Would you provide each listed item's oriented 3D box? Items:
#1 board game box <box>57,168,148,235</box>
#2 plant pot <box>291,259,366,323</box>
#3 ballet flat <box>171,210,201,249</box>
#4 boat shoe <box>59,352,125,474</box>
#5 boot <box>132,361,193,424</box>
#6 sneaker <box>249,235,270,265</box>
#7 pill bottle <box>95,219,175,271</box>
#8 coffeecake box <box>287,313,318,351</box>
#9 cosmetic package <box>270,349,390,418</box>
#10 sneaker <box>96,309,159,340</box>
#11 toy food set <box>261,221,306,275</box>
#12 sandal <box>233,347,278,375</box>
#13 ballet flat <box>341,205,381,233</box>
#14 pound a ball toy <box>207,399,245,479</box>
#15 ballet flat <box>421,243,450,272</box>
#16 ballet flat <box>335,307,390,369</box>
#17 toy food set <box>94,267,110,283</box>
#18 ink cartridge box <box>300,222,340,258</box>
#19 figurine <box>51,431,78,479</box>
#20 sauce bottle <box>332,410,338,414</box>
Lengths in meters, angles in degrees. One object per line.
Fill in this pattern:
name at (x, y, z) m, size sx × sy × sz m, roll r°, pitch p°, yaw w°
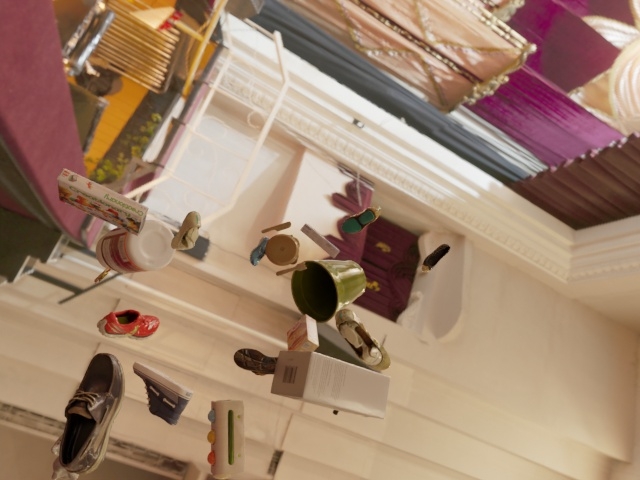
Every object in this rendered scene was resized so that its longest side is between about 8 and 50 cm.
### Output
board game box at (-0.784, -0.131, 1.767) m, size 0.193 × 0.305 × 0.053 m, roll -40°, pitch -152°, yaw 59°
plant pot at (0.079, 0.263, 2.902) m, size 0.367 × 0.353 × 0.366 m, roll 11°, pitch -73°, yaw 41°
ballet flat at (-0.512, -0.014, 1.883) m, size 0.248 × 0.086 × 0.086 m, roll -51°, pitch -159°, yaw 46°
boat shoe at (-0.690, 0.512, 1.480) m, size 0.130 × 0.133 × 0.355 m, roll 81°, pitch 8°, yaw -65°
boot at (-0.394, 0.359, 1.160) m, size 0.190 × 0.069 × 0.086 m, roll 17°, pitch -108°, yaw 31°
sneaker at (-0.293, 0.057, 2.442) m, size 0.073 × 0.063 × 0.162 m, roll 24°, pitch -100°, yaw 37°
pill bottle at (-0.853, 0.037, 2.230) m, size 0.392 × 0.224 × 0.224 m, roll -7°, pitch -125°, yaw 44°
coffeecake box at (-0.084, 0.455, 2.258) m, size 0.142 × 0.068 × 0.185 m, roll -47°, pitch -157°, yaw 18°
cosmetic package at (0.040, 0.494, 1.669) m, size 0.197 × 0.366 × 0.155 m, roll -14°, pitch -122°, yaw 49°
sneaker at (-0.740, 0.327, 1.949) m, size 0.118 × 0.279 × 0.107 m, roll -42°, pitch -113°, yaw 19°
toy food set at (-0.136, 0.036, 1.793) m, size 0.038 × 0.133 × 0.192 m, roll 105°, pitch -33°, yaw -70°
sandal at (-0.203, 0.444, 1.741) m, size 0.090 × 0.220 × 0.060 m, roll -82°, pitch -177°, yaw -54°
ballet flat at (0.185, -0.090, 2.152) m, size 0.073 × 0.080 × 0.232 m, roll -37°, pitch -173°, yaw -38°
pound a ball toy at (-0.405, 0.817, 1.993) m, size 0.208 × 0.136 × 0.319 m, roll -28°, pitch -120°, yaw 58°
ballet flat at (0.526, 0.078, 2.245) m, size 0.173 × 0.057 × 0.049 m, roll -47°, pitch -178°, yaw -6°
ballet flat at (0.178, 0.443, 2.083) m, size 0.123 × 0.348 × 0.123 m, roll -35°, pitch -169°, yaw 8°
toy food set at (-0.874, 0.141, 1.961) m, size 0.083 × 0.020 × 0.082 m, roll -33°, pitch -162°, yaw 33°
ink cartridge box at (0.000, 0.000, 2.305) m, size 0.046 × 0.207 × 0.097 m, roll -50°, pitch 179°, yaw 4°
figurine at (-0.823, 0.673, 1.653) m, size 0.215 × 0.092 × 0.209 m, roll -63°, pitch 170°, yaw -53°
sauce bottle at (0.096, 0.761, 2.299) m, size 0.042 × 0.042 × 0.128 m, roll -115°, pitch -133°, yaw -68°
